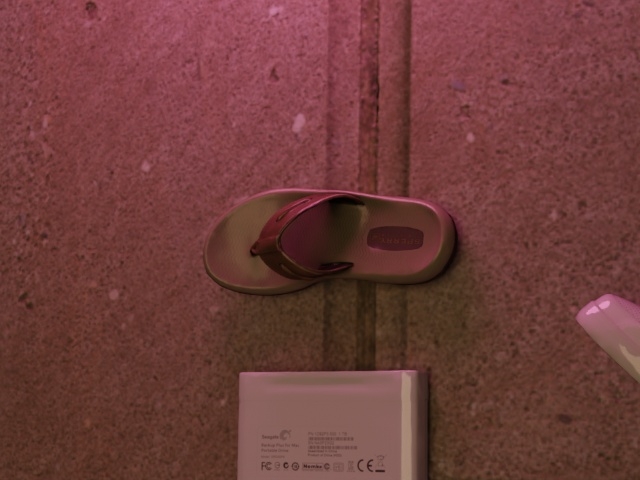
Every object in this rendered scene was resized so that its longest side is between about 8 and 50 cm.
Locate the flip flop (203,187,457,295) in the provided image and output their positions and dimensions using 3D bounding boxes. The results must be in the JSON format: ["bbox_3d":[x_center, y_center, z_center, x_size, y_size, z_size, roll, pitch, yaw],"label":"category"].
[{"bbox_3d":[0.000,0.000,1.594,0.277,0.080,0.112,1,85,29],"label":"flip flop"}]

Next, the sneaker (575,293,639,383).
[{"bbox_3d":[0.377,0.097,1.366,0.292,0.108,0.169,37,101,17],"label":"sneaker"}]

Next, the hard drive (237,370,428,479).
[{"bbox_3d":[0.010,0.284,1.577,0.203,0.040,0.308,-3,83,29],"label":"hard drive"}]
